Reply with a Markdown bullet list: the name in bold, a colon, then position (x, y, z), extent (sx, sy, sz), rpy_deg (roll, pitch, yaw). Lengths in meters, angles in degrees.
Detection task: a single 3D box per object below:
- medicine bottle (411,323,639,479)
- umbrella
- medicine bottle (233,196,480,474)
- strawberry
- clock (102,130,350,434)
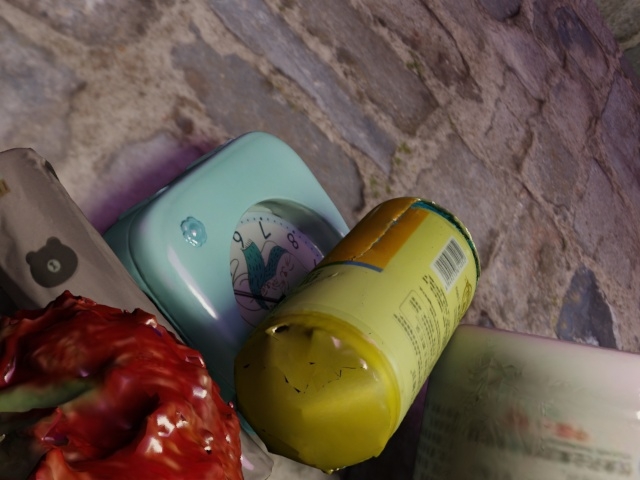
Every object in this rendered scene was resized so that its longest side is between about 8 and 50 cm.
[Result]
- **medicine bottle**: position (0.197, 0.243, 0.699), extent (0.256, 0.256, 0.324), rpy_deg (15, 83, -46)
- **umbrella**: position (-0.127, 0.078, 0.567), extent (0.337, 0.067, 0.073), rpy_deg (51, 45, 9)
- **medicine bottle**: position (0.030, 0.064, 0.629), extent (0.124, 0.124, 0.239), rpy_deg (58, 35, -7)
- **strawberry**: position (-0.123, 0.176, 0.402), extent (0.220, 0.274, 0.274), rpy_deg (46, 38, -27)
- **clock**: position (-0.044, 0.058, 0.727), extent (0.274, 0.094, 0.223), rpy_deg (58, 36, -10)
